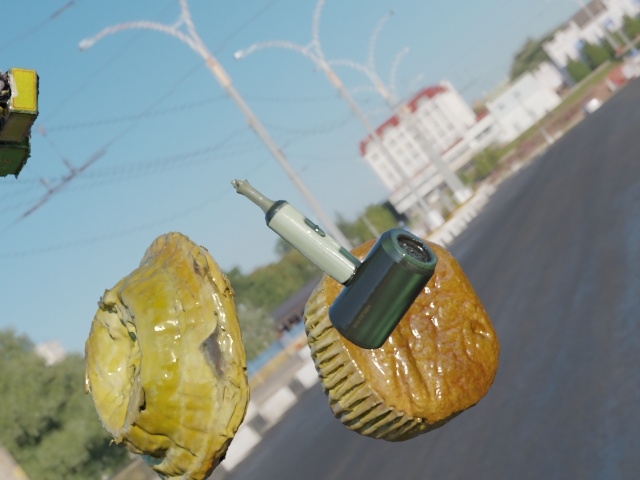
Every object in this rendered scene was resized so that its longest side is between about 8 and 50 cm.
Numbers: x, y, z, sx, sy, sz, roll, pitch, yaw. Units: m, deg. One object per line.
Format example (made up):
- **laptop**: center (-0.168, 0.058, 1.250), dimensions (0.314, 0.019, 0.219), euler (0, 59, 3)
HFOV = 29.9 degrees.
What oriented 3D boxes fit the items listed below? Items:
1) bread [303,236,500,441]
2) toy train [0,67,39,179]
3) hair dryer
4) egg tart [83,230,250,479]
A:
- **bread**: center (0.100, 0.126, 1.548), dimensions (0.227, 0.253, 0.142), euler (-13, -22, -27)
- **toy train**: center (-0.327, -0.117, 1.216), dimensions (0.081, 0.060, 0.202), euler (3, -18, -24)
- **hair dryer**: center (0.000, 0.000, 1.049), dimensions (0.100, 0.197, 0.057), euler (-58, -12, 24)
- **egg tart**: center (-0.181, 0.134, 1.339), dimensions (0.115, 0.290, 0.290), euler (-1, -23, -31)
